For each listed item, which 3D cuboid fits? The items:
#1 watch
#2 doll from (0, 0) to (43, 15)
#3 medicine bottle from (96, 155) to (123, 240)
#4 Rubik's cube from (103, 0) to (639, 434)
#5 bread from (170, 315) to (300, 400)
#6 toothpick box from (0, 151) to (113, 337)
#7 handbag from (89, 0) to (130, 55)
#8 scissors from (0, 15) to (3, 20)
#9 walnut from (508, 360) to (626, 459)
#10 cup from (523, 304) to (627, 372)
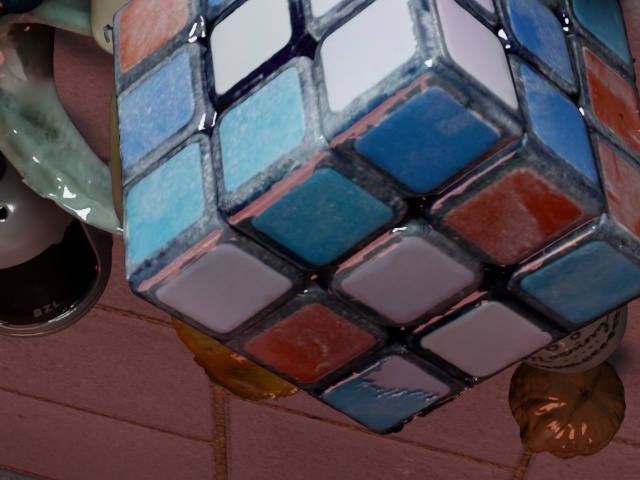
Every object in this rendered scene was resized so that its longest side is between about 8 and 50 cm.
[{"bbox_3d":[-0.247,-0.138,1.997,0.241,0.162,0.253,11,116,21],"label":"watch"},{"bbox_3d":[-0.378,-0.307,1.759,0.322,0.186,0.198,14,147,-1],"label":"doll"},{"bbox_3d":[-0.113,-0.046,2.170,0.273,0.165,0.165,19,156,-3],"label":"medicine bottle"},{"bbox_3d":[0.056,-0.093,1.630,0.363,0.362,0.359,-34,130,31],"label":"Rubik's cube"},{"bbox_3d":[-0.085,0.128,2.500,0.261,0.147,0.160,4,155,27],"label":"bread"},{"bbox_3d":[-0.392,-0.042,2.327,0.229,0.229,0.316,10,153,13],"label":"toothpick box"},{"bbox_3d":[-0.105,-0.267,1.778,0.241,0.109,0.315,18,152,-6],"label":"handbag"},{"bbox_3d":[-0.435,-0.246,2.111,0.101,0.027,0.204,31,150,-24],"label":"scissors"},{"bbox_3d":[0.321,0.215,2.482,0.155,0.155,0.184,17,165,-3],"label":"walnut"},{"bbox_3d":[0.291,0.040,2.136,0.258,0.186,0.234,-25,150,16],"label":"cup"}]
